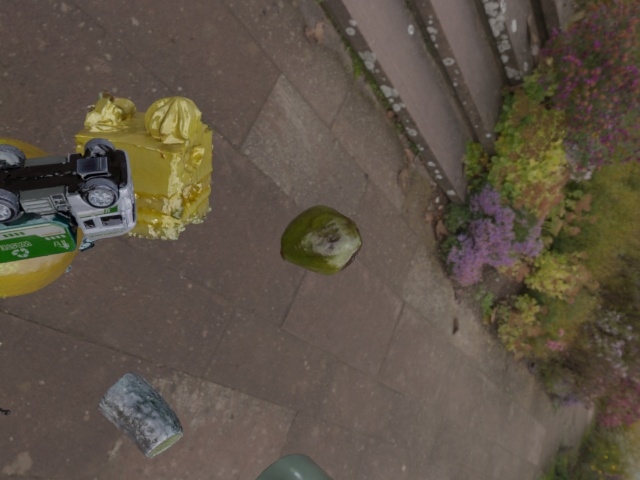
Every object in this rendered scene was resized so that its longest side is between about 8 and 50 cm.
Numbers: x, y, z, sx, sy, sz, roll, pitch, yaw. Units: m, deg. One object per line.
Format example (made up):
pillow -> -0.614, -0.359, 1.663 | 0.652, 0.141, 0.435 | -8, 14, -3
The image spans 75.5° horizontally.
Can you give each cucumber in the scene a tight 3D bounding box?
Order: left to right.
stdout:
cucumber -> -0.232, 0.228, 0.542 | 0.064, 0.112, 0.064 | -48, 170, -11

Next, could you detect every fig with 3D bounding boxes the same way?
fig -> 0.000, 0.000, 0.843 | 0.144, 0.165, 0.154 | 98, -12, -54

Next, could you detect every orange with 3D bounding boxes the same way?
orange -> -0.556, -0.040, 0.716 | 0.235, 0.279, 0.279 | 1, 93, -52

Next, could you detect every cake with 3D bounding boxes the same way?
cake -> -0.361, -0.173, 0.887 | 0.222, 0.227, 0.286 | -81, 180, -64

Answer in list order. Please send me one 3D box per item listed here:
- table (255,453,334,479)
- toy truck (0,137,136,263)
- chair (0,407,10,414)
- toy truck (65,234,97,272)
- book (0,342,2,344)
table -> 0.016, 0.358, 0.462 | 0.126, 0.220, 0.127 | -10, 106, -37
toy truck -> -0.369, -0.046, 0.523 | 0.253, 0.114, 0.124 | -10, 141, -19
chair -> -1.109, 0.529, 1.262 | 0.106, 0.229, 0.113 | 108, 8, -71
toy truck -> -0.700, -0.001, 1.023 | 0.184, 0.338, 0.133 | -15, 76, -57
book -> -1.047, 0.236, 1.233 | 0.242, 0.170, 0.018 | 53, 45, -7
